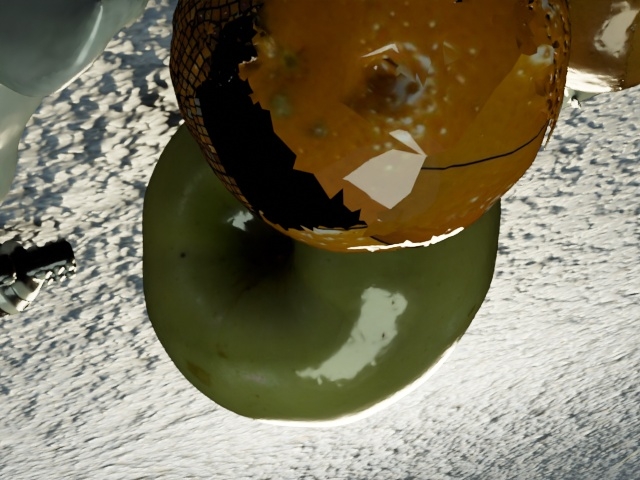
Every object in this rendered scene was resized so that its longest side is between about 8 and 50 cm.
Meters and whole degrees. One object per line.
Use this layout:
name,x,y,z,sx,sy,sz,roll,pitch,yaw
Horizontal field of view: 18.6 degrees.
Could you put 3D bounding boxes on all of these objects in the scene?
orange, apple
orange,0.180,-0.169,1.230,0.156,0.134,0.156,-50,159,-28
apple,0.000,0.000,1.372,0.262,0.262,0.262,-14,161,-5
orange,0.031,-0.105,1.129,0.234,0.234,0.182,-13,-169,-9

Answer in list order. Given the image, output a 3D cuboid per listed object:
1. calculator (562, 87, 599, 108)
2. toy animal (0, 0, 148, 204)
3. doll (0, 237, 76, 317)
calculator,0.209,-0.150,1.422,0.268,0.040,0.177,-18,161,6
toy animal,-0.245,-0.104,0.967,0.367,0.196,0.241,-19,159,17
doll,-0.298,0.042,1.521,0.219,0.067,0.091,-19,172,-8
